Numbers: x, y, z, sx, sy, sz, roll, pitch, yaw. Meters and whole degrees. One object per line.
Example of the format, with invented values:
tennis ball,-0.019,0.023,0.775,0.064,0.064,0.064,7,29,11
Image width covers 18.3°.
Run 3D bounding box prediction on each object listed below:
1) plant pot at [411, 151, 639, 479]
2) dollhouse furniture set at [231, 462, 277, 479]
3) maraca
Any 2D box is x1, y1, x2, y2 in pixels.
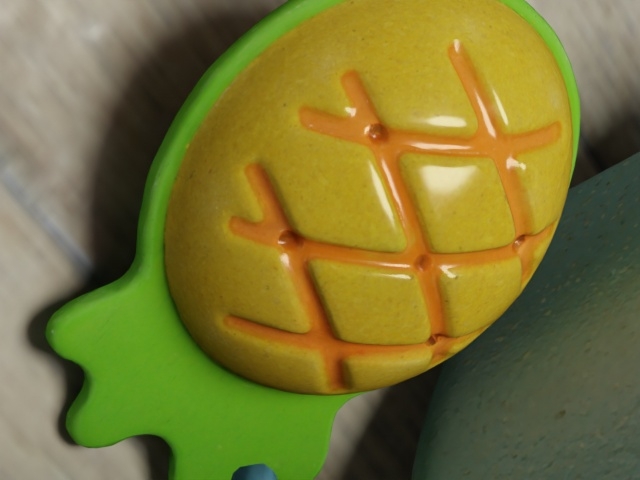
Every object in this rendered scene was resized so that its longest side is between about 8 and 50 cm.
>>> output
plant pot,0.179,0.086,0.644,0.247,0.248,0.252,34,38,-38
dollhouse furniture set,-0.019,0.195,0.398,0.286,0.198,0.303,18,124,-18
maraca,0.000,0.000,0.592,0.127,0.099,0.186,35,101,-28
